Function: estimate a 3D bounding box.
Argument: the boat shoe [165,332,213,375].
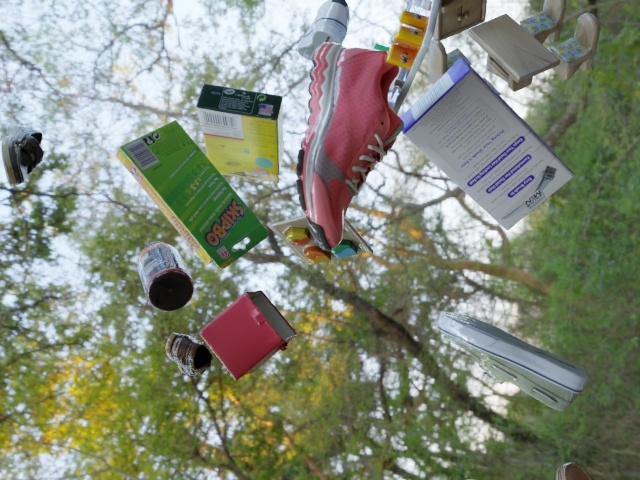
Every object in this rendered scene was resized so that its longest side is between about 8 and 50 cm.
[{"bbox_3d":[-0.275,0.259,1.411,0.207,0.073,0.073,73,-150,-69],"label":"boat shoe"}]

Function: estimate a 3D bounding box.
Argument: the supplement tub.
[{"bbox_3d":[-0.356,0.072,1.454,0.106,0.198,0.106,-10,-63,-19],"label":"supplement tub"}]

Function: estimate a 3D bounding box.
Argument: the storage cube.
[{"bbox_3d":[-0.216,0.287,1.962,0.193,0.215,0.183,-40,-9,7],"label":"storage cube"}]

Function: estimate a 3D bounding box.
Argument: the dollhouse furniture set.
[{"bbox_3d":[0.430,-0.558,1.598,0.362,0.394,0.256,-25,-35,-8],"label":"dollhouse furniture set"}]

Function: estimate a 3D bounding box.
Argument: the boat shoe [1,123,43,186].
[{"bbox_3d":[-0.418,-0.126,0.904,0.152,0.049,0.056,-119,27,-50],"label":"boat shoe"}]

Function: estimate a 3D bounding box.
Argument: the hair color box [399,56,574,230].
[{"bbox_3d":[0.350,-0.198,1.358,0.339,0.185,0.110,39,-157,-19],"label":"hair color box"}]

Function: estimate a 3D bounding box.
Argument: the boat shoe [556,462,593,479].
[{"bbox_3d":[0.687,0.687,1.589,0.104,0.110,0.307,88,171,-47],"label":"boat shoe"}]

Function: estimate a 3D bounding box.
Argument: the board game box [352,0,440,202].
[{"bbox_3d":[0.125,-0.324,1.114,0.390,0.050,0.390,114,173,-55],"label":"board game box"}]

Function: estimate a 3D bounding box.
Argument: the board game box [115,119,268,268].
[{"bbox_3d":[-0.210,-0.075,1.071,0.124,0.259,0.039,-39,-4,-40],"label":"board game box"}]

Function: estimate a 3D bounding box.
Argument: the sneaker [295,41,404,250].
[{"bbox_3d":[0.048,-0.140,0.909,0.116,0.136,0.314,45,-131,-72],"label":"sneaker"}]

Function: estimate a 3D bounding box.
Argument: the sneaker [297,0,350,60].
[{"bbox_3d":[0.017,-0.454,1.406,0.091,0.094,0.258,-68,14,-3],"label":"sneaker"}]

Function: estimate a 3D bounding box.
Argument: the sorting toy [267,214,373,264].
[{"bbox_3d":[0.000,0.000,1.567,0.193,0.208,0.038,47,-136,-45],"label":"sorting toy"}]

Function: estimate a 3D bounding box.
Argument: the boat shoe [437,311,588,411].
[{"bbox_3d":[0.362,0.236,1.248,0.094,0.302,0.109,-67,-13,10],"label":"boat shoe"}]

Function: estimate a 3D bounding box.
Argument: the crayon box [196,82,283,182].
[{"bbox_3d":[-0.202,-0.270,1.678,0.318,0.202,0.081,98,-178,-65],"label":"crayon box"}]
